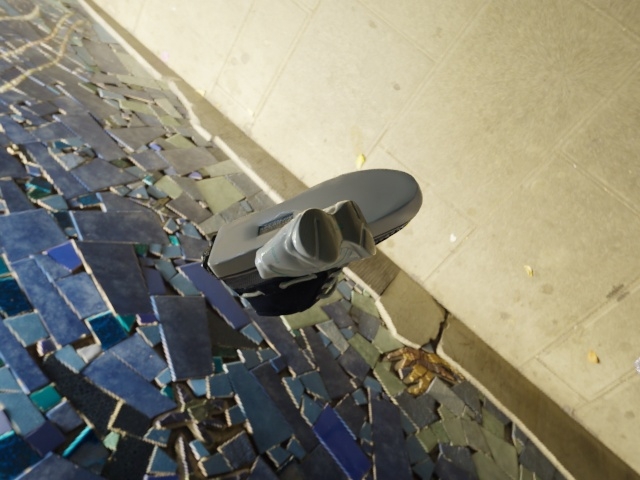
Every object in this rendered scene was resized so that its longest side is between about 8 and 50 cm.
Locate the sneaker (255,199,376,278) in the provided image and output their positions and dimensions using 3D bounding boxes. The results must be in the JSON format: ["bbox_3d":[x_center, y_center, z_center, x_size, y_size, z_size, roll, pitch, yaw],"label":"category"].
[{"bbox_3d":[0.000,0.000,0.387,0.061,0.152,0.054,-25,81,27],"label":"sneaker"}]

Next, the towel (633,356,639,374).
[{"bbox_3d":[0.517,0.146,0.401,0.317,0.053,0.332,-63,31,32],"label":"towel"}]

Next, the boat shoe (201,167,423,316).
[{"bbox_3d":[0.003,0.015,0.690,0.340,0.127,0.158,-15,132,23],"label":"boat shoe"}]
